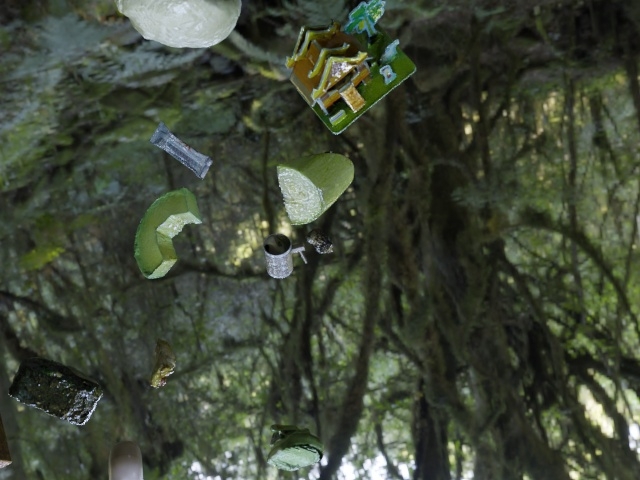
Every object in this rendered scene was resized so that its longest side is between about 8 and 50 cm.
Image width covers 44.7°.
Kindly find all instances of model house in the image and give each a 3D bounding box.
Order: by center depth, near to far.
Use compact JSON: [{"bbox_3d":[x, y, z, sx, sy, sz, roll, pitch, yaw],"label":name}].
[{"bbox_3d":[0.086,-0.540,2.283,0.357,0.242,0.313,-37,164,3],"label":"model house"}]

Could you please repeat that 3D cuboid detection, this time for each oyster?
[{"bbox_3d":[0.002,0.003,2.098,0.054,0.083,0.019,-46,180,-18],"label":"oyster"}]

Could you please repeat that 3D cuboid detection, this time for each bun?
[{"bbox_3d":[-0.406,-0.658,2.145,0.352,0.227,0.349,17,-152,-24],"label":"bun"}]

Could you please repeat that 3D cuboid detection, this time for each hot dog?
[{"bbox_3d":[-0.427,0.337,2.124,0.061,0.078,0.169,12,-139,-13],"label":"hot dog"}]

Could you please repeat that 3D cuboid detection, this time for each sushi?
[{"bbox_3d":[-0.690,0.388,2.039,0.225,0.127,0.124,25,175,-7],"label":"sushi"}]

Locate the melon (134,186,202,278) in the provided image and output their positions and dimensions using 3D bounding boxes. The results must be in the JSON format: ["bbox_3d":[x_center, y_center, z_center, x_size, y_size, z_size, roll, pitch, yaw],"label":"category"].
[{"bbox_3d":[-0.350,-0.022,1.780,0.118,0.209,0.064,42,-173,25],"label":"melon"}]

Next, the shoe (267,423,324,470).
[{"bbox_3d":[-0.089,0.626,2.371,0.140,0.128,0.262,9,147,-22],"label":"shoe"}]

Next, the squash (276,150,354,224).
[{"bbox_3d":[-0.007,-0.180,2.523,0.204,0.237,0.155,8,-137,27],"label":"squash"}]

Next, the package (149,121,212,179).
[{"bbox_3d":[-0.200,-0.129,1.125,0.015,0.110,0.037,11,-108,42],"label":"package"}]

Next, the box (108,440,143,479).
[{"bbox_3d":[-0.518,0.634,2.073,0.088,0.200,0.146,-4,-153,-13],"label":"box"}]

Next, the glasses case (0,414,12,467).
[{"bbox_3d":[-0.917,0.519,2.145,0.049,0.218,0.075,-30,153,7],"label":"glasses case"}]

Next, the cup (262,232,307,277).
[{"bbox_3d":[-0.094,0.035,1.969,0.102,0.099,0.074,-26,-127,-19],"label":"cup"}]
